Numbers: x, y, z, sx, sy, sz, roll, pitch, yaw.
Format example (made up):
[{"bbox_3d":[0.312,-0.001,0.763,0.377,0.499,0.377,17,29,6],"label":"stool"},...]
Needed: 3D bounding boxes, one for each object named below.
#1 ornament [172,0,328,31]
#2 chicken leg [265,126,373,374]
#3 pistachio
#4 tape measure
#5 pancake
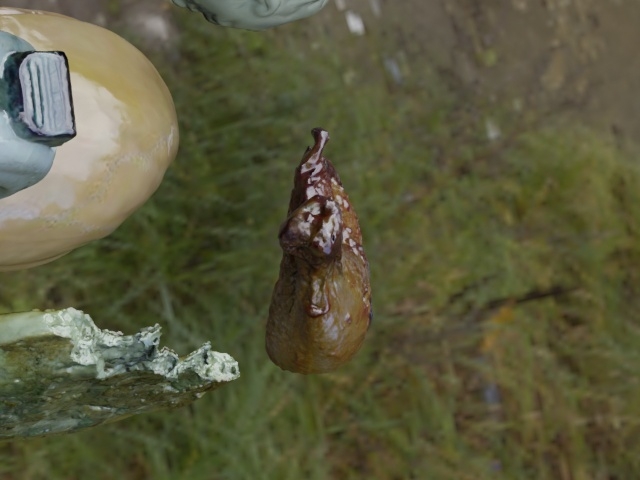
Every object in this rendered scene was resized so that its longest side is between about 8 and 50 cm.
[{"bbox_3d":[-0.027,-0.251,0.900,0.130,0.120,0.285,-25,121,-67],"label":"ornament"},{"bbox_3d":[0.000,0.013,1.325,0.322,0.083,0.177,-86,177,-72],"label":"chicken leg"},{"bbox_3d":[-0.222,-0.068,1.191,0.293,0.162,0.181,-4,103,-38],"label":"pistachio"},{"bbox_3d":[-0.255,-0.036,0.775,0.164,0.330,0.084,10,74,-52],"label":"tape measure"},{"bbox_3d":[-0.101,0.055,0.662,0.129,0.116,0.022,36,40,-61],"label":"pancake"}]
